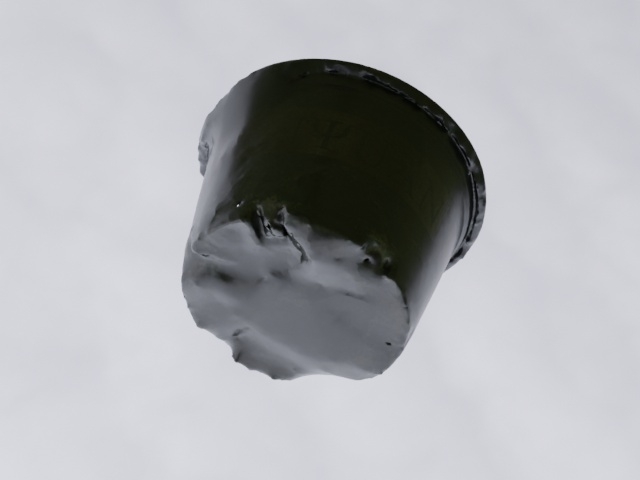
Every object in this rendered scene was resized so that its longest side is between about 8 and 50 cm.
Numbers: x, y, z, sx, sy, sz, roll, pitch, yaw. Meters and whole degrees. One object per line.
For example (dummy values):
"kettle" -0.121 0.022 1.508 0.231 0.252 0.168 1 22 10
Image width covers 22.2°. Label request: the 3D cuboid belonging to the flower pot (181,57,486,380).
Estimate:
"flower pot" 0.000 0.000 0.832 0.157 0.157 0.107 25 -136 -6
